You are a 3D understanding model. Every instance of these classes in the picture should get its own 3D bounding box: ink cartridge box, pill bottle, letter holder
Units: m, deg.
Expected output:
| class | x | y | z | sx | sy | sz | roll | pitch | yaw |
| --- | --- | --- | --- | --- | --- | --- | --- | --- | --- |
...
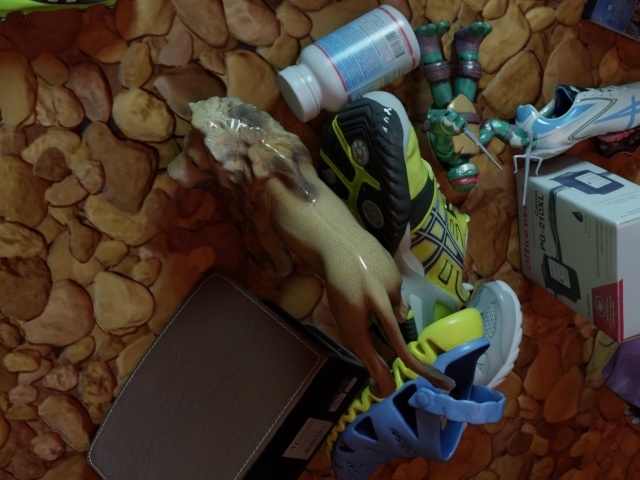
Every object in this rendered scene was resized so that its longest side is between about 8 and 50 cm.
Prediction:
| class | x | y | z | sx | sy | sz | roll | pitch | yaw |
| --- | --- | --- | --- | --- | --- | --- | --- | --- | --- |
| ink cartridge box | 0.366 | 0.003 | 1.321 | 0.100 | 0.237 | 0.172 | -16 | 115 | -15 |
| pill bottle | 0.032 | -0.208 | 1.175 | 0.160 | 0.087 | 0.087 | -31 | 119 | -11 |
| letter holder | -0.122 | 0.217 | 1.249 | 0.302 | 0.214 | 0.152 | -56 | 152 | 2 |

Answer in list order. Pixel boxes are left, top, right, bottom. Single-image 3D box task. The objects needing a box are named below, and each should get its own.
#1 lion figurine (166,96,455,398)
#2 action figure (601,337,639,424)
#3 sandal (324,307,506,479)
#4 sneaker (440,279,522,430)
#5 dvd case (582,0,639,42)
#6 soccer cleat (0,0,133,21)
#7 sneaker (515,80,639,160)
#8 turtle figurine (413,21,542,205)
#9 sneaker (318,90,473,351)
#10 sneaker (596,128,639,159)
| class | x | y | z | sx | sy | sz | roll | pitch | yaw |
| --- | --- | --- | --- | --- | --- | --- | --- | --- | --- |
| lion figurine | 0.000 | 0.000 | 1.109 | 0.142 | 0.392 | 0.240 | -43 | 150 | -18 |
| action figure | 0.568 | 0.103 | 1.446 | 0.276 | 0.248 | 0.370 | 17 | 104 | -29 |
| sandal | 0.122 | 0.231 | 1.270 | 0.126 | 0.138 | 0.317 | -9 | 146 | -46 |
| sneaker | 0.182 | 0.179 | 1.380 | 0.115 | 0.105 | 0.281 | 22 | 99 | -30 |
| dvd case | 0.491 | -0.355 | 1.366 | 0.253 | 0.022 | 0.180 | 14 | 102 | -28 |
| soccer cleat | -0.267 | -0.275 | 1.031 | 0.179 | 0.060 | 0.072 | -11 | 112 | -17 |
| sneaker | 0.371 | -0.181 | 1.344 | 0.237 | 0.085 | 0.086 | -22 | 109 | -19 |
| turtle figurine | 0.180 | -0.149 | 1.223 | 0.175 | 0.118 | 0.234 | -8 | 87 | -52 |
| sneaker | 0.105 | -0.031 | 1.252 | 0.147 | 0.145 | 0.384 | -34 | 135 | -24 |
| sneaker | 0.449 | -0.150 | 1.416 | 0.119 | 0.047 | 0.057 | -17 | 122 | -10 |
